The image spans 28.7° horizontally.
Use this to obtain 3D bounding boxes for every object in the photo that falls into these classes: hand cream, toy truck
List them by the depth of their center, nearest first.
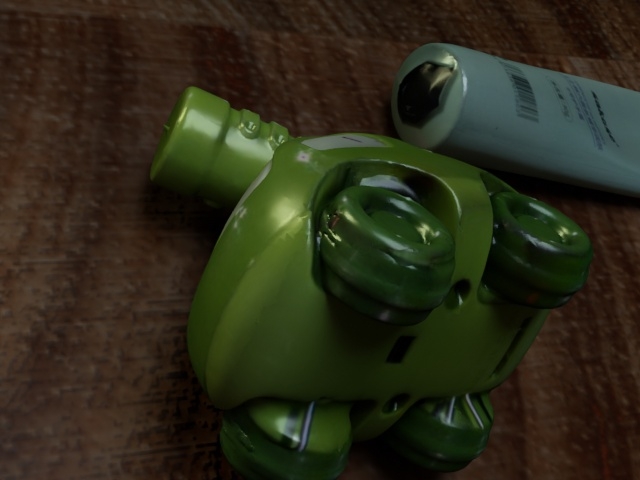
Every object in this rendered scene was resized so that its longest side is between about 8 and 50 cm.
[{"bbox_3d":[0.019,0.010,0.613,0.187,0.148,0.210,12,28,-27],"label":"toy truck"},{"bbox_3d":[0.185,-0.074,0.845,0.321,0.067,0.109,6,50,-35],"label":"hand cream"}]
